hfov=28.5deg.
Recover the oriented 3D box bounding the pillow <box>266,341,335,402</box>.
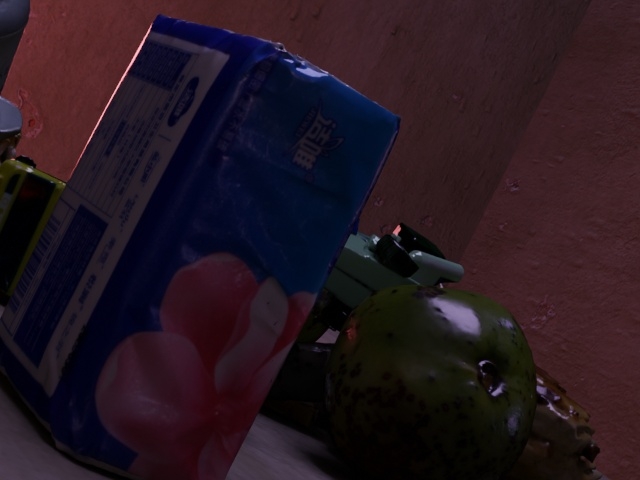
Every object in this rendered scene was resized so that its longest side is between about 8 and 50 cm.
[{"bbox_3d":[0.016,0.134,1.300,0.241,0.051,0.093,6,-34,-16],"label":"pillow"}]

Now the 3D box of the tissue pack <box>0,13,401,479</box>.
[{"bbox_3d":[-0.085,0.003,0.811,0.137,0.269,0.209,27,-1,-33],"label":"tissue pack"}]

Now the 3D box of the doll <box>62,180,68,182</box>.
[{"bbox_3d":[-0.391,-0.040,1.783,0.146,0.103,0.316,20,0,38],"label":"doll"}]

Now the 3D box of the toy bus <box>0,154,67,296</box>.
[{"bbox_3d":[-0.260,0.003,1.249,0.150,0.128,0.262,26,-2,0],"label":"toy bus"}]

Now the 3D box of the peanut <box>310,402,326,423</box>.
[{"bbox_3d":[0.048,0.179,1.422,0.214,0.090,0.098,26,-45,32],"label":"peanut"}]

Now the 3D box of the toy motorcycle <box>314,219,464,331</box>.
[{"bbox_3d":[0.000,0.000,1.325,0.331,0.125,0.196,31,12,-33],"label":"toy motorcycle"}]

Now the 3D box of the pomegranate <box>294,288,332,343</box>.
[{"bbox_3d":[-0.090,0.044,1.723,0.254,0.254,0.270,27,11,17],"label":"pomegranate"}]

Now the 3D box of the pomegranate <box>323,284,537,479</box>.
[{"bbox_3d":[0.082,0.154,1.195,0.214,0.214,0.248,27,-37,-23],"label":"pomegranate"}]

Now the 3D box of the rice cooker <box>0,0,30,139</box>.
[{"bbox_3d":[-0.432,-0.171,1.219,0.317,0.316,0.264,28,23,-34],"label":"rice cooker"}]

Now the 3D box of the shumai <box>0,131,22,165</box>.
[{"bbox_3d":[-0.523,-0.126,1.922,0.184,0.142,0.184,29,2,-1],"label":"shumai"}]

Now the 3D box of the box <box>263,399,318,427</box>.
[{"bbox_3d":[-0.071,0.159,1.363,0.149,0.020,0.073,27,-1,1],"label":"box"}]

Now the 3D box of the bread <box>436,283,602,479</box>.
[{"bbox_3d":[0.235,0.234,1.776,0.370,0.191,0.314,41,2,35],"label":"bread"}]
